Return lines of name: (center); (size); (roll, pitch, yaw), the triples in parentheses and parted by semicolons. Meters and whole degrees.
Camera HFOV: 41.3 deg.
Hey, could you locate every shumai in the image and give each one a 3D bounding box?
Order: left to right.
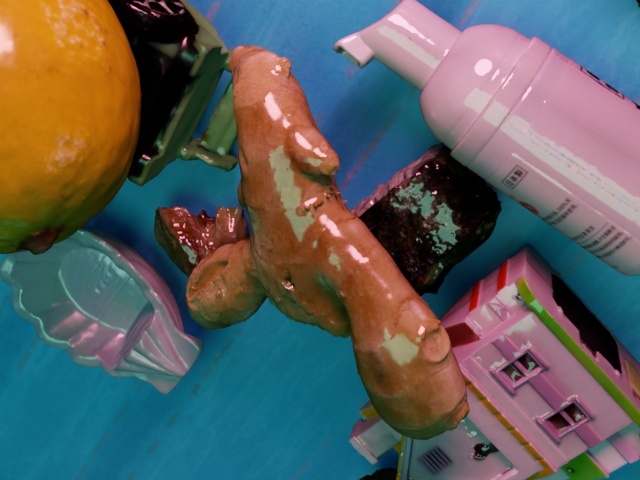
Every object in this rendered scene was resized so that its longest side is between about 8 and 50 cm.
shumai: (-0.143, 0.015, 1.072); (0.123, 0.105, 0.139); (17, 119, 63)

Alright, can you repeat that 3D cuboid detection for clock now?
clock: (0.192, 0.191, 0.980); (0.309, 0.166, 0.235); (-41, 96, 23)

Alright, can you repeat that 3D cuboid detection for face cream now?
face cream: (0.192, -0.126, 0.834); (0.369, 0.145, 0.145); (35, 121, 0)

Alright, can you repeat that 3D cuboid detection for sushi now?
sushi: (0.094, -0.005, 0.939); (0.127, 0.124, 0.225); (49, 125, -3)

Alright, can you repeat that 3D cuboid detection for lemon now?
lemon: (-0.302, -0.132, 0.743); (0.297, 0.297, 0.297); (8, 117, 16)

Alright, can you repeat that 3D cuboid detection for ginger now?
ginger: (0.000, 0.011, 0.848); (0.363, 0.122, 0.348); (31, 133, 35)

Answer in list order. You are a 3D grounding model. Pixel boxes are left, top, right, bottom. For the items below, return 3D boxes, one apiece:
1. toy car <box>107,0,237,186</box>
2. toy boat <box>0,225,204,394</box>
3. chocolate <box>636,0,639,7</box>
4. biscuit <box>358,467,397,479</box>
toy car: (-0.244, -0.211, 0.946); (0.358, 0.176, 0.213); (34, 119, 7)
toy boat: (-0.283, 0.077, 1.134); (0.290, 0.100, 0.199); (40, 122, 0)
chocolate: (0.350, -0.211, 0.804); (0.086, 0.028, 0.182); (-23, 105, 28)
biscuit: (0.102, 0.400, 1.081); (0.066, 0.220, 0.220); (-27, 103, 25)
